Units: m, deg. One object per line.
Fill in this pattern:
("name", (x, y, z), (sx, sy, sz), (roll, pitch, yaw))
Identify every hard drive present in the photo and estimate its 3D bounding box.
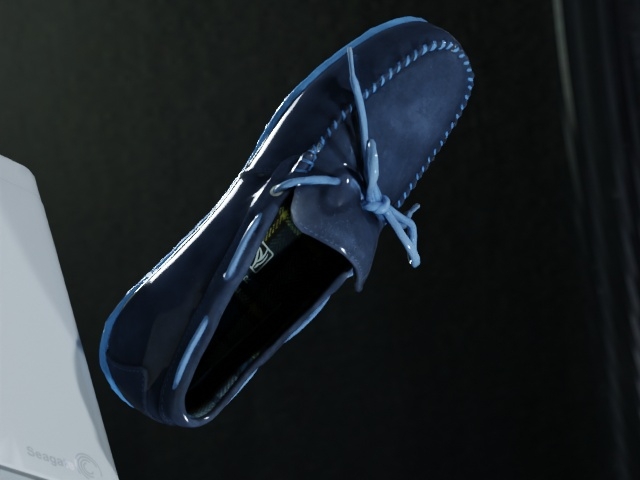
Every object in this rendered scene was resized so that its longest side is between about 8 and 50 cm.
("hard drive", (-0.246, 0.041, 1.322), (0.040, 0.203, 0.307), (-40, -131, 22))

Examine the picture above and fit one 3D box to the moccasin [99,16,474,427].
("moccasin", (0.000, 0.000, 1.354), (0.342, 0.137, 0.117), (-52, -142, -3))
